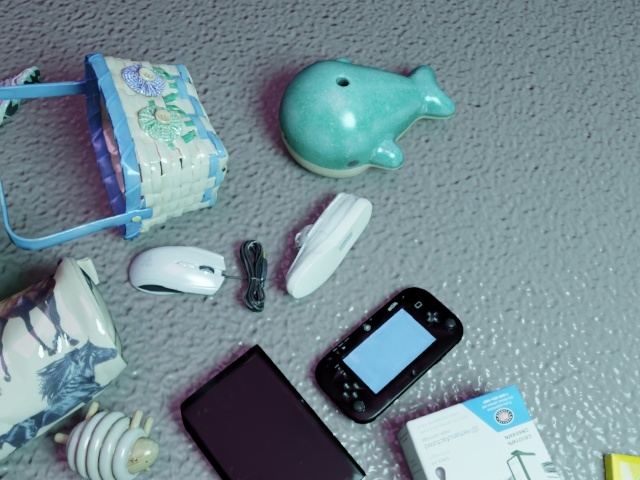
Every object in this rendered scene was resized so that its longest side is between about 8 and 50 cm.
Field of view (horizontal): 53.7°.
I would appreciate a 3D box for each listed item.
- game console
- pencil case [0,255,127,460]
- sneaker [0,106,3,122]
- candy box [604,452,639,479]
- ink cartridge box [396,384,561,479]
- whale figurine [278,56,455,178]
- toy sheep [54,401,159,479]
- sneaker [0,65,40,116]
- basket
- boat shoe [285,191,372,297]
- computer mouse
[{"bbox_3d":[0.021,0.182,0.809,0.361,0.044,0.213,-37,71,-19],"label":"game console"},{"bbox_3d":[-0.418,0.178,0.725,0.410,0.159,0.183,-33,55,-17],"label":"pencil case"},{"bbox_3d":[-0.554,-0.157,0.941,0.085,0.058,0.152,25,71,15],"label":"sneaker"},{"bbox_3d":[0.398,0.365,0.746,0.105,0.027,0.205,6,64,4],"label":"candy box"},{"bbox_3d":[0.198,0.294,0.738,0.148,0.086,0.203,-17,65,-11],"label":"ink cartridge box"},{"bbox_3d":[0.072,-0.206,0.946,0.272,0.141,0.216,-18,66,-12],"label":"whale figurine"},{"bbox_3d":[-0.252,0.241,0.747,0.132,0.091,0.091,4,63,16],"label":"toy sheep"},{"bbox_3d":[-0.495,-0.246,0.997,0.069,0.038,0.098,24,65,8],"label":"sneaker"},{"bbox_3d":[-0.294,-0.127,0.857,0.289,0.201,0.254,-19,67,-22],"label":"basket"},{"bbox_3d":[0.000,0.000,0.889,0.063,0.066,0.184,27,67,25],"label":"boat shoe"},{"bbox_3d":[-0.169,0.043,0.868,0.193,0.042,0.105,3,65,-1],"label":"computer mouse"}]
